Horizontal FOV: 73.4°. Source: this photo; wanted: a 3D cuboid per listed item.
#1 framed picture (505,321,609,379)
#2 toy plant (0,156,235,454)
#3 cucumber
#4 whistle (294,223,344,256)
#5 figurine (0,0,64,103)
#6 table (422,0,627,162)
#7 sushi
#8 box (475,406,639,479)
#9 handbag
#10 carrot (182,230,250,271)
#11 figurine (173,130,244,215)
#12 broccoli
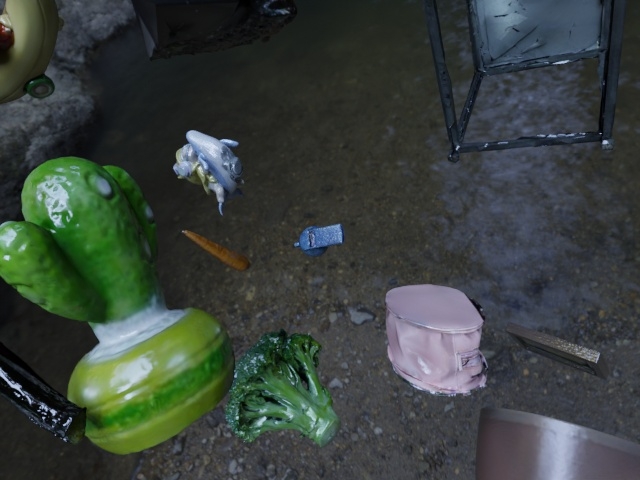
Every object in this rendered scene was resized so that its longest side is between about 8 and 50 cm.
[{"bbox_3d":[0.475,0.221,0.865,0.168,0.128,0.023,17,74,46],"label":"framed picture"},{"bbox_3d":[-0.235,0.060,0.490,0.184,0.316,0.224,-21,6,14],"label":"toy plant"},{"bbox_3d":[-0.269,0.137,0.392,0.135,0.033,0.034,37,92,-1],"label":"cucumber"},{"bbox_3d":[0.000,0.000,1.144,0.158,0.090,0.090,-10,44,23],"label":"whistle"},{"bbox_3d":[-0.652,-0.407,0.861,0.324,0.222,0.124,-40,75,33],"label":"figurine"},{"bbox_3d":[0.282,-0.330,0.586,0.222,0.335,0.272,2,49,30],"label":"table"},{"bbox_3d":[-0.137,-0.336,0.543,0.212,0.215,0.227,-13,-1,-19],"label":"sushi"},{"bbox_3d":[0.418,0.440,0.753,0.301,0.301,0.216,9,66,27],"label":"box"},{"bbox_3d":[0.200,0.163,0.756,0.179,0.116,0.205,2,16,2],"label":"handbag"},{"bbox_3d":[-0.281,0.027,1.167,0.048,0.216,0.048,-33,39,32],"label":"carrot"},{"bbox_3d":[-0.267,-0.170,1.050,0.184,0.208,0.128,-1,35,34],"label":"figurine"},{"bbox_3d":[-0.082,0.348,0.940,0.269,0.269,0.254,18,22,33],"label":"broccoli"}]
